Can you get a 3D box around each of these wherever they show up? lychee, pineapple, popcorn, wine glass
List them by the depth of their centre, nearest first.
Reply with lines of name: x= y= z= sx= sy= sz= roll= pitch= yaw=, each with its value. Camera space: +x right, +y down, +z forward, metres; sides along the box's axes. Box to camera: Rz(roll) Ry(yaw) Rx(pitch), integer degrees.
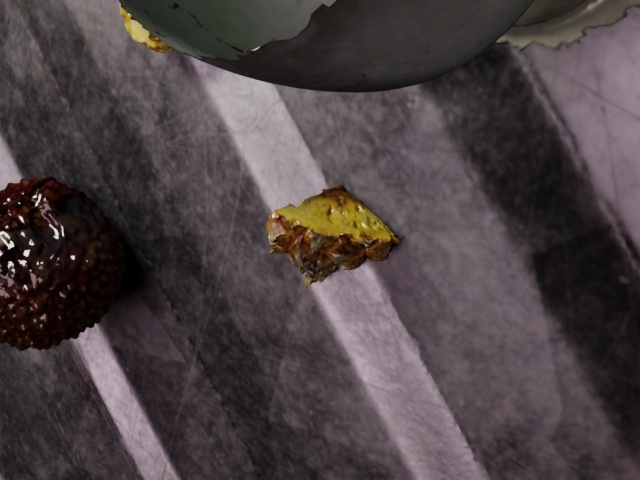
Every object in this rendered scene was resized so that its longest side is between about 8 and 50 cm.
wine glass: x=0.046 y=-0.195 z=0.449 sx=0.238 sy=0.323 sz=0.238 roll=16 pitch=117 yaw=34
pineapple: x=0.000 y=0.000 z=0.729 sx=0.114 sy=0.114 sz=0.077 roll=123 pitch=148 yaw=-52
popcorn: x=-0.144 y=-0.213 z=0.758 sx=0.082 sy=0.057 sz=0.083 roll=36 pitch=128 yaw=30
lychee: x=-0.301 y=0.031 z=0.892 sx=0.188 sy=0.188 sz=0.188 roll=14 pitch=114 yaw=33
